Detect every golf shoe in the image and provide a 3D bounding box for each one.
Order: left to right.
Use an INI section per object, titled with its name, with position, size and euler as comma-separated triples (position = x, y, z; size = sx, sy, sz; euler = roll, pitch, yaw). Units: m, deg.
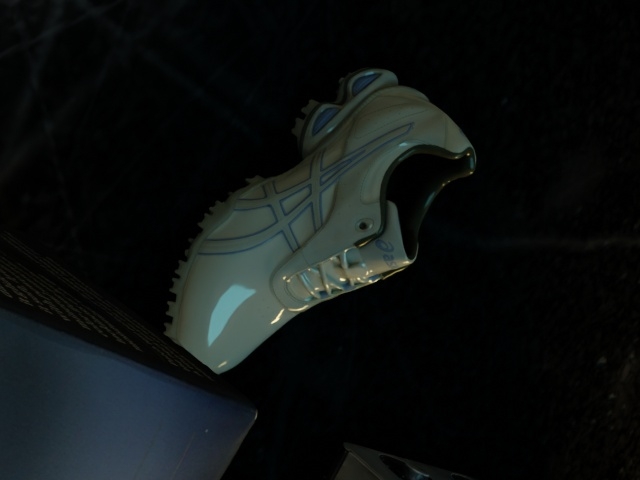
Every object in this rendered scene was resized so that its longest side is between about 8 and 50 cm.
[golf shoe]
position = 0.000, 0.000, 0.717
size = 0.176, 0.086, 0.069
euler = -52, 140, -6

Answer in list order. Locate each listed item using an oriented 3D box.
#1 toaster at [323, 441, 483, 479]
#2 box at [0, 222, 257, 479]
[toaster]
position = 0.048, 0.223, 0.873
size = 0.168, 0.110, 0.186
euler = 25, 95, -48
[box]
position = -0.229, 0.107, 0.484
size = 0.294, 0.182, 0.296
euler = 29, 91, -47
